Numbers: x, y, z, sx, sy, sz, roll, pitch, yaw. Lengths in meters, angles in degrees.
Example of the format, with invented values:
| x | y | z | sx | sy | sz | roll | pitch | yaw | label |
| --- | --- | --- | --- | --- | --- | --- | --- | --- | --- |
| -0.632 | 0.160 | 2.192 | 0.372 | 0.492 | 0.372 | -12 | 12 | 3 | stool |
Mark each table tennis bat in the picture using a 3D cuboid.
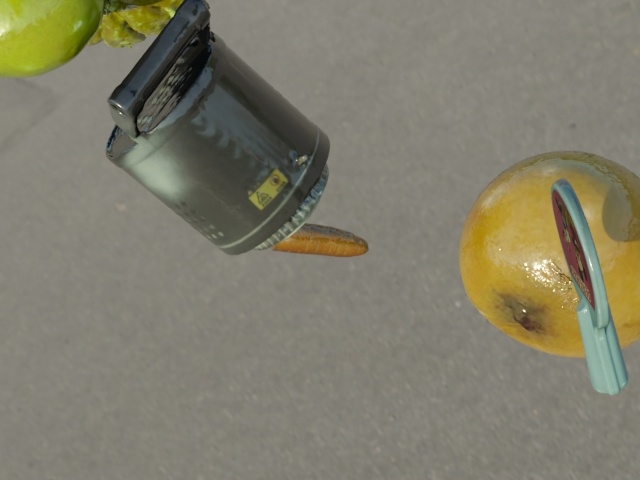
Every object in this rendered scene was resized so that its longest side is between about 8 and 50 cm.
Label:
| x | y | z | sx | sy | sz | roll | pitch | yaw | label |
| --- | --- | --- | --- | --- | --- | --- | --- | --- | --- |
| 0.277 | 0.051 | 1.397 | 0.040 | 0.244 | 0.153 | -16 | 23 | 3 | table tennis bat |

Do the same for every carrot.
| x | y | z | sx | sy | sz | roll | pitch | yaw | label |
| --- | --- | --- | --- | --- | --- | --- | --- | --- | --- |
| 0.000 | 0.000 | 1.863 | 0.139 | 0.048 | 0.048 | 8 | 36 | -19 | carrot |

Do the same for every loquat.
| x | y | z | sx | sy | sz | roll | pitch | yaw | label |
| --- | --- | --- | --- | --- | --- | --- | --- | --- | --- |
| 0.300 | 0.018 | 1.637 | 0.263 | 0.263 | 0.263 | -19 | 41 | 18 | loquat |

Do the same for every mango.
| x | y | z | sx | sy | sz | roll | pitch | yaw | label |
| --- | --- | --- | --- | --- | --- | --- | --- | --- | --- |
| -0.371 | -0.269 | 1.543 | 0.273 | 0.149 | 0.185 | -4 | 66 | 28 | mango |

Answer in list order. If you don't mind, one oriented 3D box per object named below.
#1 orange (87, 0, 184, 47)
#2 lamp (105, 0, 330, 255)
| x | y | z | sx | sy | sz | roll | pitch | yaw | label |
| --- | --- | --- | --- | --- | --- | --- | --- | --- | --- |
| -0.290 | -0.381 | 1.729 | 0.301 | 0.300 | 0.223 | -8 | 52 | 1 | orange |
| -0.118 | -0.116 | 1.693 | 0.205 | 0.272 | 0.374 | -56 | 5 | -12 | lamp |
